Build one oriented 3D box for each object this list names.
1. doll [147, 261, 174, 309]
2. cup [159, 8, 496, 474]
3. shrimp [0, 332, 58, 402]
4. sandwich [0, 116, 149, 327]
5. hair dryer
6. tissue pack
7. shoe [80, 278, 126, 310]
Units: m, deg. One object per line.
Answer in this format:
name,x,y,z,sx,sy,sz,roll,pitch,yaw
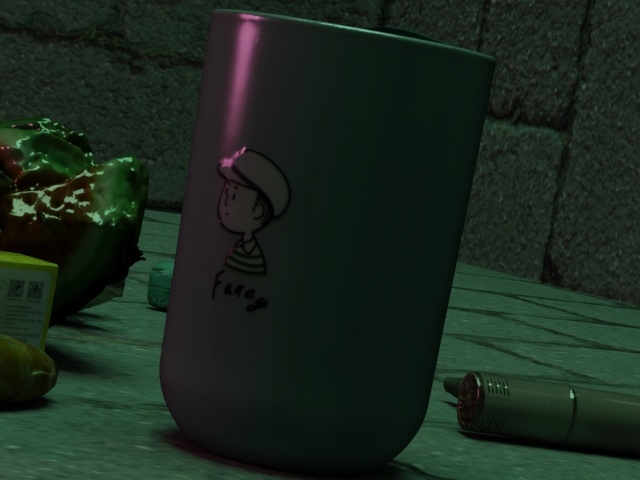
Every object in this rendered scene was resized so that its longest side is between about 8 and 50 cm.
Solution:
doll,-0.097,0.064,2.236,0.159,0.059,0.158,9,1,-38
cup,0.000,0.000,1.401,0.205,0.312,0.205,9,3,0
shrimp,-0.268,0.086,1.425,0.132,0.052,0.187,16,2,18
sandwich,-0.319,-0.022,1.680,0.301,0.162,0.250,2,-27,-29
hair dryer,0.193,0.152,1.767,0.195,0.054,0.220,10,-3,-15
tissue pack,-0.299,0.052,1.528,0.176,0.095,0.062,6,6,-40
shoe,-0.309,0.009,2.063,0.210,0.132,0.342,13,6,-18
